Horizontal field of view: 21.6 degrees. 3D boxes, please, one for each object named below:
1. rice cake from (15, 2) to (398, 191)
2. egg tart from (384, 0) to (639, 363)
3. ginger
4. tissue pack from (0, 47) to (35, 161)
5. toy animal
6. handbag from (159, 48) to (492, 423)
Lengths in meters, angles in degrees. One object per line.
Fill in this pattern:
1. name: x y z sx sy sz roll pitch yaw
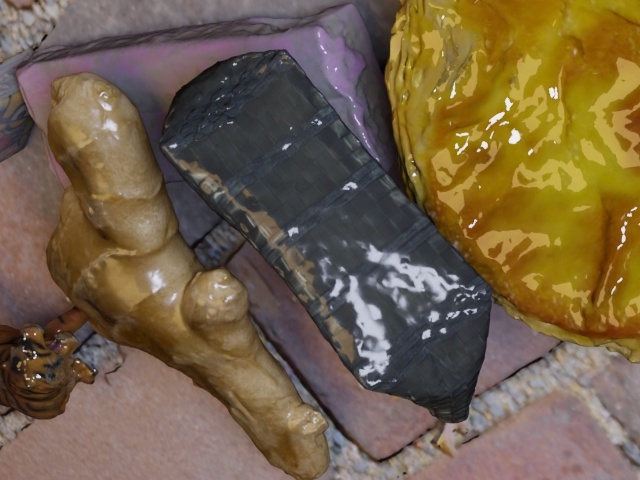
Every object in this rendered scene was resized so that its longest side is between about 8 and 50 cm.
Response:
1. rice cake: -0.080 -0.090 1.103 0.298 0.050 0.106 -2 117 39
2. egg tart: 0.168 -0.076 0.872 0.295 0.116 0.295 17 120 32
3. ginger: -0.097 0.041 1.132 0.148 0.081 0.334 -31 104 33
4. tissue pack: -0.232 -0.092 1.218 0.035 0.063 0.083 39 133 11
5. toy animal: -0.266 0.081 1.301 0.255 0.116 0.114 10 117 35
6. handbag: 0.000 0.000 0.975 0.270 0.088 0.175 49 172 6
